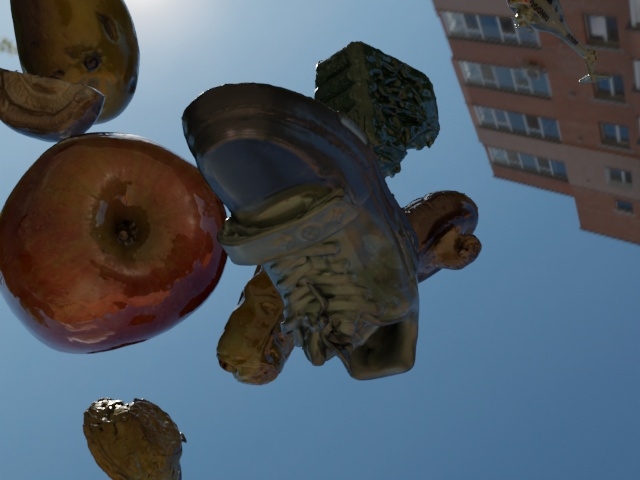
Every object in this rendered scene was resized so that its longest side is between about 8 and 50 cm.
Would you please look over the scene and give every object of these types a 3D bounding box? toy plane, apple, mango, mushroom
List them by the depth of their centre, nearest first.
[{"bbox_3d":[0.110,-0.002,0.765,0.126,0.085,0.109,-24,179,-32],"label":"mushroom"},{"bbox_3d":[-0.227,0.012,0.786,0.241,0.242,0.242,-36,-149,59],"label":"apple"},{"bbox_3d":[-0.399,-0.192,1.040,0.209,0.072,0.094,14,-106,18],"label":"mushroom"},{"bbox_3d":[0.388,-0.365,1.219,0.092,0.286,0.108,-5,-119,53],"label":"toy plane"},{"bbox_3d":[-0.505,-0.431,1.471,0.220,0.301,0.445,-12,-125,-26],"label":"mango"}]

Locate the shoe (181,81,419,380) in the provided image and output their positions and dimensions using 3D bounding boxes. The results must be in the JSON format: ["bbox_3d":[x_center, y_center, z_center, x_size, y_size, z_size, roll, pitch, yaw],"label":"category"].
[{"bbox_3d":[0.005,0.018,0.533,0.109,0.293,0.149,-16,-120,23],"label":"shoe"}]

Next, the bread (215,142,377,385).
[{"bbox_3d":[-0.019,0.012,0.906,0.084,0.077,0.367,24,-118,8],"label":"bread"}]

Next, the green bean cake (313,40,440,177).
[{"bbox_3d":[0.142,-0.275,1.697,0.169,0.308,0.300,-21,-116,45],"label":"green bean cake"}]

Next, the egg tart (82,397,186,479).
[{"bbox_3d":[-0.332,0.376,1.359,0.106,0.241,0.241,-45,-131,4],"label":"egg tart"}]
